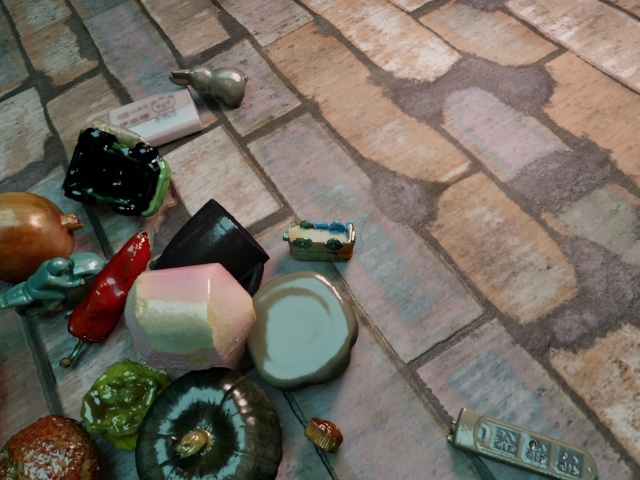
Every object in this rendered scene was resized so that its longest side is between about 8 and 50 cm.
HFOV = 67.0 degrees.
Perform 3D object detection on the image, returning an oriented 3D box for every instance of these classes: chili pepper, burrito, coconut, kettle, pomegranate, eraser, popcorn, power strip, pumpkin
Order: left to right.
[{"bbox_3d":[-0.782,-0.013,1.302,0.271,0.252,0.229,-21,39,-1],"label":"pomegranate"},{"bbox_3d":[-0.534,0.144,1.209,0.110,0.110,0.387,35,94,25],"label":"chili pepper"},{"bbox_3d":[-0.605,-0.315,1.474,0.188,0.058,0.045,19,59,2],"label":"burrito"},{"bbox_3d":[-0.428,0.358,1.079,0.198,0.155,0.197,-2,48,2],"label":"popcorn"},{"bbox_3d":[-0.532,-0.389,1.563,0.270,0.094,0.174,-22,65,-2],"label":"eraser"},{"bbox_3d":[-0.257,0.161,1.012,0.245,0.233,0.233,-3,60,2],"label":"coconut"},{"bbox_3d":[-0.277,0.087,1.192,0.290,0.207,0.268,-44,77,-4],"label":"kettle"},{"bbox_3d":[-0.225,0.404,0.978,0.300,0.207,0.300,-2,60,4],"label":"pumpkin"},{"bbox_3d":[0.401,0.415,0.962,0.286,0.048,0.080,15,65,16],"label":"power strip"}]

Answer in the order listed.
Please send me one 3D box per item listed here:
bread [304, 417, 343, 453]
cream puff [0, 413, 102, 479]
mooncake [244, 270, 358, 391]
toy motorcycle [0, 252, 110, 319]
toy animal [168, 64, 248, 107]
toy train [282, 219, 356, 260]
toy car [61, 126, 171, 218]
[{"bbox_3d":[0.008,0.404,1.015,0.085,0.085,0.053,27,76,23],"label":"bread"},{"bbox_3d":[-0.570,0.485,0.996,0.240,0.164,0.239,1,92,39],"label":"cream puff"},{"bbox_3d":[-0.044,0.208,1.109,0.275,0.135,0.274,-4,63,7],"label":"mooncake"},{"bbox_3d":[-0.654,0.114,1.233,0.297,0.198,0.109,-26,64,-4],"label":"toy motorcycle"},{"bbox_3d":[-0.350,-0.521,1.549,0.236,0.138,0.108,21,52,-22],"label":"toy animal"},{"bbox_3d":[0.000,0.000,1.241,0.188,0.099,0.072,1,58,12],"label":"toy train"},{"bbox_3d":[-0.600,-0.195,1.414,0.359,0.176,0.213,18,91,11],"label":"toy car"}]
